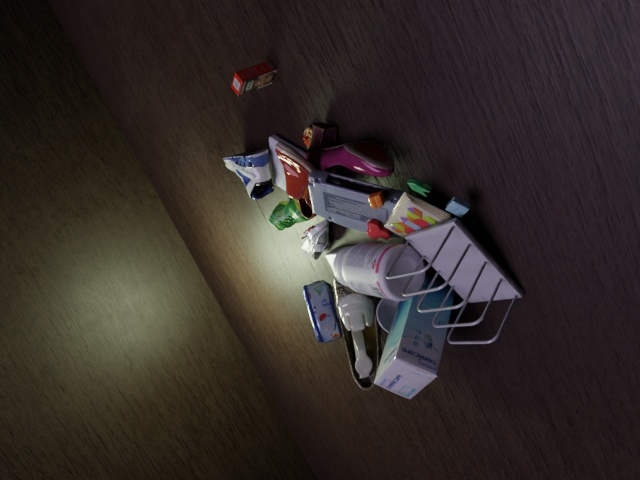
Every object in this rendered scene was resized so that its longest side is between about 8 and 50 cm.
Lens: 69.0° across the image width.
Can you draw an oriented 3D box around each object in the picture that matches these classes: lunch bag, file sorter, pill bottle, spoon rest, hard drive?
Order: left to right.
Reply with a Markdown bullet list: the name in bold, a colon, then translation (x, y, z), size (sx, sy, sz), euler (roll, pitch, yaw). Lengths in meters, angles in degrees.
- **hard drive**: translation (-0.064, -0.228, 1.673), size (0.318, 0.040, 0.210), euler (36, 144, 33)
- **lunch bag**: translation (0.018, 0.269, 1.812), size (0.303, 0.115, 0.243), euler (57, -167, -78)
- **pill bottle**: translation (0.165, 0.086, 1.407), size (0.283, 0.160, 0.160), euler (3, 121, 60)
- **spoon rest**: translation (0.298, 0.296, 1.563), size (0.276, 0.137, 0.084), euler (49, 163, -7)
- **file sorter**: translation (0.336, 0.114, 1.203), size (0.278, 0.173, 0.193), euler (45, 152, -12)

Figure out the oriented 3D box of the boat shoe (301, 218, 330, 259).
- **boat shoe**: translation (0.000, 0.000, 1.761), size (0.084, 0.095, 0.258), euler (48, 160, 8)

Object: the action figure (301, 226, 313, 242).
- **action figure**: translation (-0.048, -0.024, 1.858), size (0.038, 0.030, 0.115), euler (56, 149, 12)

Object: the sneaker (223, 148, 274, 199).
- **sneaker**: translation (-0.277, -0.254, 1.828), size (0.315, 0.127, 0.182), euler (16, 123, 60)

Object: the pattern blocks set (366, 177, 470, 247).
- **pattern blocks set**: translation (0.258, -0.048, 1.264), size (0.285, 0.026, 0.325), euler (23, 152, 11)

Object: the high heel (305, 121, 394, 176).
- **high heel**: translation (0.082, -0.214, 1.375), size (0.377, 0.127, 0.181), euler (45, 138, 49)

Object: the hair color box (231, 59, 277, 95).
- **hair color box**: translation (-0.214, -0.526, 1.510), size (0.043, 0.141, 0.072), euler (53, 150, 6)

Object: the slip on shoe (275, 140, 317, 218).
- **slip on shoe**: translation (-0.063, -0.179, 1.461), size (0.123, 0.101, 0.331), euler (36, 167, 34)

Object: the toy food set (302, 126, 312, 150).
- **toy food set**: translation (-0.029, -0.332, 1.543), size (0.082, 0.020, 0.083), euler (60, 150, -4)

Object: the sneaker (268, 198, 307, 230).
- **sneaker**: translation (-0.117, -0.087, 1.764), size (0.109, 0.123, 0.295), euler (43, 165, -15)

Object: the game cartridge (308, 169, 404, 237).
- **game cartridge**: translation (0.112, -0.102, 1.390), size (0.297, 0.062, 0.198), euler (17, 155, 16)

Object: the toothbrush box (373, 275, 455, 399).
- **toothbrush box**: translation (0.278, 0.283, 1.377), size (0.126, 0.295, 0.216), euler (23, 143, 4)

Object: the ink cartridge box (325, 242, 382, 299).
- **ink cartridge box**: translation (0.167, 0.157, 1.674), size (0.261, 0.066, 0.296), euler (-9, 111, 59)

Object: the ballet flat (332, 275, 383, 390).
- **ballet flat**: translation (0.141, 0.316, 1.612), size (0.164, 0.182, 0.483), euler (-7, 114, 11)
